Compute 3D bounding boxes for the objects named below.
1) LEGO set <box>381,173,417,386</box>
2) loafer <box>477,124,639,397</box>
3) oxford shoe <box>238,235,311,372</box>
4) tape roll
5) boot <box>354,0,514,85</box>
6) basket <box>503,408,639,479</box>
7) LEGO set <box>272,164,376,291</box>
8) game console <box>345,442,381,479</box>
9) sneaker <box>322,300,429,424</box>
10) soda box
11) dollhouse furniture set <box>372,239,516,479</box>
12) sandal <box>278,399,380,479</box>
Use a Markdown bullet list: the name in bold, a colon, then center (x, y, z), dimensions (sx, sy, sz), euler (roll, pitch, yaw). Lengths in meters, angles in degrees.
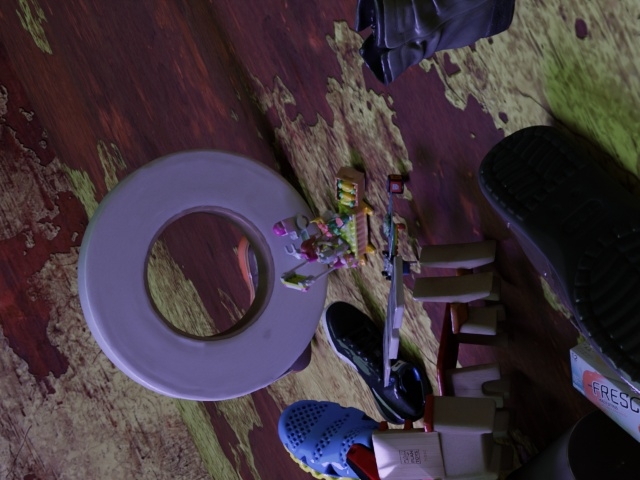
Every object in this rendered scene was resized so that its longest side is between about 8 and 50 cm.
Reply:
- **LEGO set**: center (0.105, 0.038, 1.759), dimensions (0.182, 0.060, 0.244), euler (94, 177, -51)
- **loafer**: center (0.290, 0.032, 1.326), dimensions (0.130, 0.134, 0.366), euler (50, -172, -49)
- **oxford shoe**: center (-0.065, 0.114, 2.368), dimensions (0.098, 0.097, 0.271), euler (17, 131, 57)
- **tape roll**: center (-0.177, 0.054, 2.131), dimensions (0.392, 0.392, 0.072), euler (66, 160, -5)
- **boot**: center (0.111, -0.258, 1.319), dimensions (0.083, 0.161, 0.246), euler (50, 157, 34)
- **basket**: center (0.306, 0.291, 1.551), dimensions (0.204, 0.154, 0.227), euler (50, 154, 23)
- **LEGO set**: center (0.000, 0.000, 2.007), dimensions (0.132, 0.107, 0.287), euler (58, 157, 3)
- **game console**: center (0.208, 0.425, 1.705), dimensions (0.386, 0.060, 0.342), euler (52, 171, -21)
- **sneaker**: center (0.094, 0.173, 2.068), dimensions (0.217, 0.079, 0.121), euler (55, 158, -1)
- **soda box**: center (0.337, 0.165, 1.426), dimensions (0.183, 0.063, 0.058), euler (42, 152, 47)
- **dollhouse furniture set**: center (0.147, 0.168, 1.633), dimensions (0.259, 0.135, 0.262), euler (-73, -24, -57)
- **sandal**: center (0.080, 0.313, 2.065), dimensions (0.317, 0.126, 0.138), euler (19, 154, 19)
